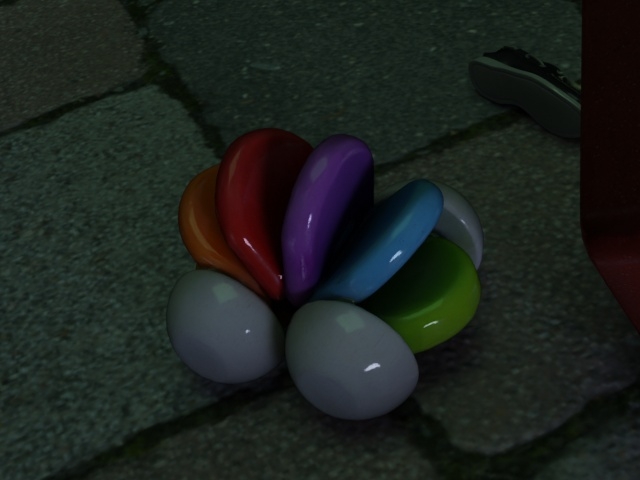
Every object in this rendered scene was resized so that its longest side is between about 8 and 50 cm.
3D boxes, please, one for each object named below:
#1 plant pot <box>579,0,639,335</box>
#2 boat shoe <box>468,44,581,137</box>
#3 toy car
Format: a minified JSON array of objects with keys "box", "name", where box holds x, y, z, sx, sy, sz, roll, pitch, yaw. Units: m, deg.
[{"box":[0.255,-0.047,0.439,0.235,0.267,0.267,-12,51,31],"name":"plant pot"},{"box":[0.159,-0.112,0.729,0.038,0.046,0.125,-32,34,-15],"name":"boat shoe"},{"box":[0.000,0.000,0.565,0.182,0.136,0.159,12,45,28],"name":"toy car"}]
